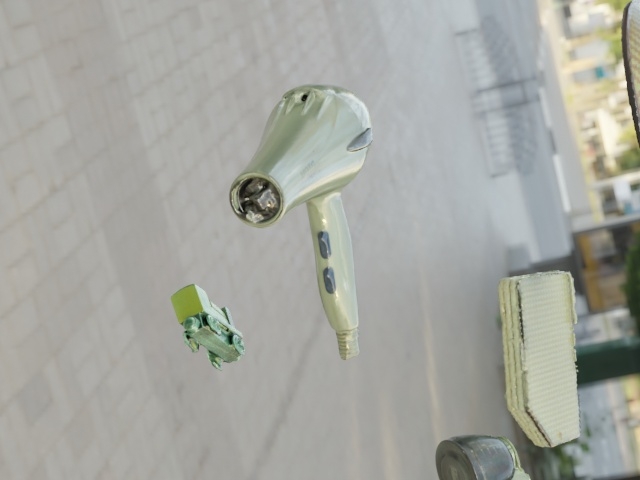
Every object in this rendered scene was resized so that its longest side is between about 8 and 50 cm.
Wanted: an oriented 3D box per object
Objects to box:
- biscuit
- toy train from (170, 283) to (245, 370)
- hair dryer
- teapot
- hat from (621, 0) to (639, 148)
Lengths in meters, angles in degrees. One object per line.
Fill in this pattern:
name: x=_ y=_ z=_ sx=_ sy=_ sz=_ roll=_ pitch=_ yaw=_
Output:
biscuit: x=0.314 y=0.172 z=1.990 sx=0.150 sy=0.052 sz=0.252 roll=-9 pitch=94 yaw=-49
toy train: x=-0.137 y=0.108 z=1.702 sx=0.122 sy=0.050 sz=0.081 roll=44 pitch=18 yaw=-56
hair dryer: x=-0.014 y=-0.019 z=1.403 sx=0.296 sy=0.119 sz=0.298 roll=1 pitch=85 yaw=-71
teapot: x=0.207 y=0.293 z=1.716 sx=0.092 sy=0.091 sz=0.124 roll=-37 pitch=-109 yaw=63
hat: x=0.302 y=-0.105 z=1.095 sx=0.193 sy=0.082 sz=0.193 roll=40 pitch=43 yaw=-53
